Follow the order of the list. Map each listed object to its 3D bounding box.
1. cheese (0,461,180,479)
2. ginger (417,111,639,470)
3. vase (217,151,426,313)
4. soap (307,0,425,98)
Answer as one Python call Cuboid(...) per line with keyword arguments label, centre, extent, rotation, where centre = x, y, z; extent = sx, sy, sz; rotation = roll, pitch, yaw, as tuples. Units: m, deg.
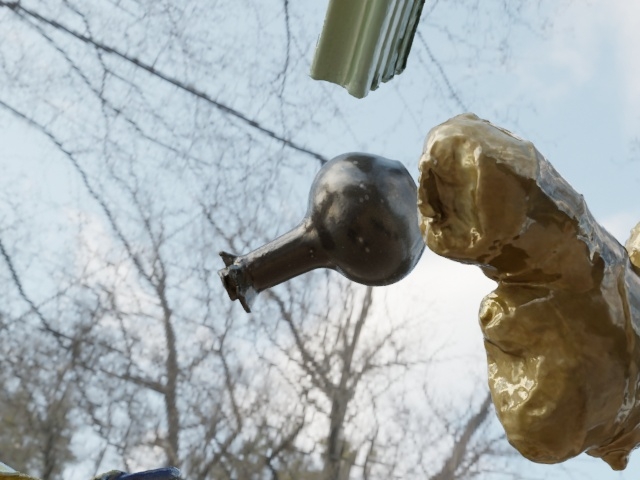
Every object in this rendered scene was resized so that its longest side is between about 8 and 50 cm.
Cuboid(label="cheese", centre=(-0.217, 0.176, 0.660), extent=(0.270, 0.069, 0.177), rotation=(2, -34, -38))
Cuboid(label="ginger", centre=(0.160, 0.053, 0.567), extent=(0.081, 0.147, 0.334), rotation=(-19, -31, 42))
Cuboid(label="vase", centre=(0.000, 0.000, 0.910), extent=(0.183, 0.120, 0.120), rotation=(-25, -50, -2))
Cuboid(label="soap", centre=(0.056, -0.234, 0.928), extent=(0.063, 0.114, 0.198), rotation=(25, -60, 15))
